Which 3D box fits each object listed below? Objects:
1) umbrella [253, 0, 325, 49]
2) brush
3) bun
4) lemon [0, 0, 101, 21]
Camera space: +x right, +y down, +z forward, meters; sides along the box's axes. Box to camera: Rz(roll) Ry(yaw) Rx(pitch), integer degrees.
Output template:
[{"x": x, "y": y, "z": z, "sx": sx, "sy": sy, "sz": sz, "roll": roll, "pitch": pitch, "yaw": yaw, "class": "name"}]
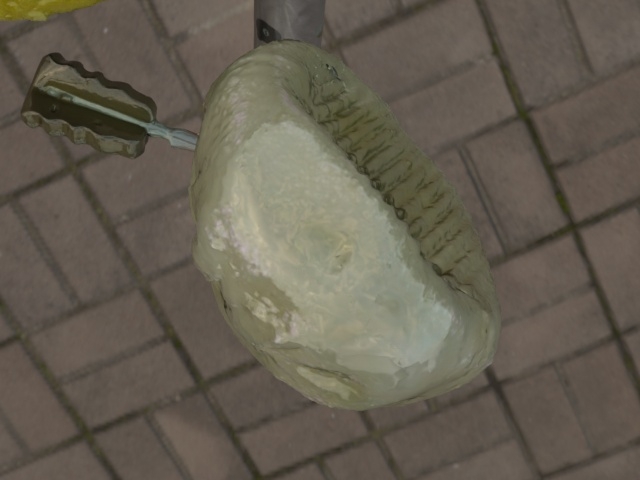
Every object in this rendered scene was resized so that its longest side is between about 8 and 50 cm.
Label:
[{"x": -0.025, "y": -0.253, "z": 1.059, "sx": 0.067, "sy": 0.073, "sz": 0.337, "roll": -16, "pitch": 152, "yaw": -14, "class": "umbrella"}, {"x": -0.161, "y": -0.111, "z": 1.252, "sx": 0.301, "sy": 0.071, "sz": 0.084, "roll": 20, "pitch": 93, "yaw": -10, "class": "brush"}, {"x": 0.000, "y": 0.000, "z": 0.655, "sx": 0.133, "sy": 0.231, "sz": 0.231, "roll": -36, "pitch": 112, "yaw": 19, "class": "bun"}, {"x": -0.276, "y": -0.393, "z": 1.007, "sx": 0.364, "sy": 0.364, "sz": 0.364, "roll": -1, "pitch": 115, "yaw": -3, "class": "lemon"}]
